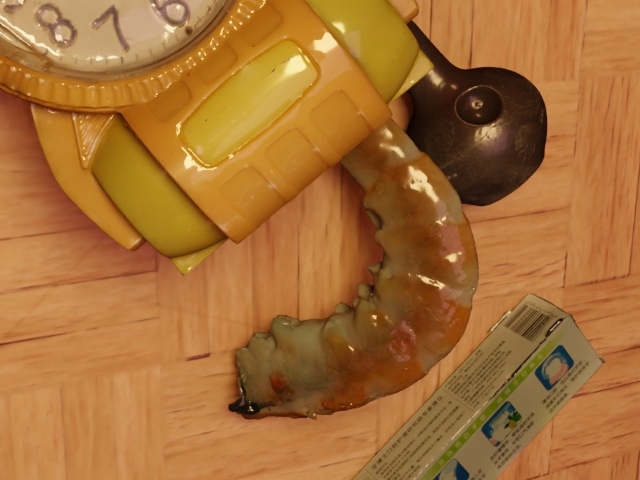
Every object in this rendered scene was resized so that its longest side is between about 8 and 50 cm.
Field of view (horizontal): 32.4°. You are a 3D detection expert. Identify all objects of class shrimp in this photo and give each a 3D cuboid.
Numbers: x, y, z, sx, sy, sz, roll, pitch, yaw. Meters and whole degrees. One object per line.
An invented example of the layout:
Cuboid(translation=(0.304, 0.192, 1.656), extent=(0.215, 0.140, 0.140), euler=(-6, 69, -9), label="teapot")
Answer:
Cuboid(translation=(0.029, 0.017, 0.848), extent=(0.185, 0.068, 0.287), euler=(6, 109, 8), label="shrimp")

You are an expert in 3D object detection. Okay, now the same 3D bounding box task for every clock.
Cuboid(translation=(-0.111, -0.163, 0.682), extent=(0.244, 0.200, 0.317), euler=(-41, 109, 0), label="clock")

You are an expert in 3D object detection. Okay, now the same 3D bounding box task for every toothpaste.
Cuboid(translation=(0.111, 0.196, 0.995), extent=(0.336, 0.067, 0.081), euler=(-45, 122, -7), label="toothpaste")

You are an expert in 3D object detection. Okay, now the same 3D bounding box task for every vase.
Cuboid(translation=(0.095, -0.116, 0.867), extent=(0.120, 0.120, 0.183), euler=(-44, 103, -9), label="vase")
